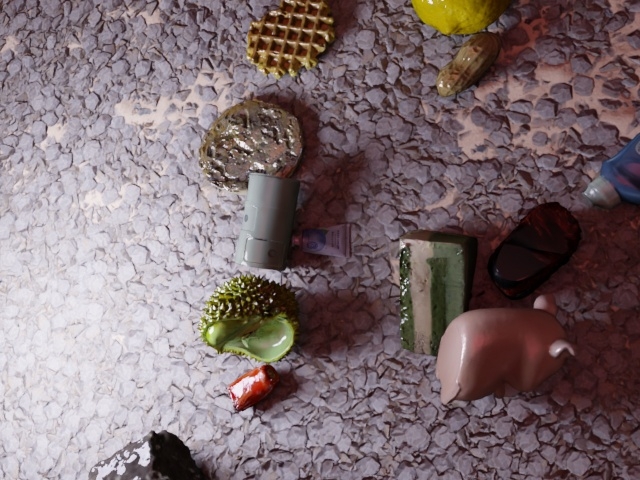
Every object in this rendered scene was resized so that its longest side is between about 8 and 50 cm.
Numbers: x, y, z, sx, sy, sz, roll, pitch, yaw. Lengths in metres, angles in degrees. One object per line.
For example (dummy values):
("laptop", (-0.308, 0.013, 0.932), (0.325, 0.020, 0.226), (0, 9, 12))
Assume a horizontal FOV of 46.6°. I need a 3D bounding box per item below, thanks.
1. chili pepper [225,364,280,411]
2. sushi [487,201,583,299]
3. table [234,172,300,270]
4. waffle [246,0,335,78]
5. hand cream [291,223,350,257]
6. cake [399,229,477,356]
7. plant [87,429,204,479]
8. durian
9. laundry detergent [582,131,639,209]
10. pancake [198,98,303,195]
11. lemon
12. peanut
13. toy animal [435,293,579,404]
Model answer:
("chili pepper", (-0.154, 0.345, 1.750), (0.123, 0.073, 0.070), (-35, 113, 8))
("sushi", (0.463, 0.026, 1.623), (0.225, 0.126, 0.136), (-44, 69, -4))
("table", (-0.126, -0.044, 1.783), (0.126, 0.126, 0.220), (9, 90, 17))
("waffle", (-0.087, -0.545, 1.939), (0.253, 0.056, 0.249), (-21, 73, 11))
("hand cream", (0.000, 0.000, 1.798), (0.142, 0.053, 0.084), (0, 77, 5))
("cake", (0.246, 0.111, 1.639), (0.158, 0.172, 0.283), (6, 81, 19))
("plant", (-0.436, 0.590, 1.696), (0.312, 0.213, 0.215), (-31, 74, 7))
("durian", (-0.159, 0.176, 1.722), (0.237, 0.200, 0.176), (3, 53, 4))
("laundry detergent", (0.711, -0.163, 1.615), (0.290, 0.094, 0.143), (-37, 77, 8))
("pancake", (-0.178, -0.235, 1.897), (0.282, 0.049, 0.282), (-3, 76, 14))
("lemon", (0.338, -0.627, 1.738), (0.253, 0.253, 0.310), (21, 83, 19))
("peanut", (0.352, -0.419, 1.769), (0.083, 0.093, 0.194), (44, 89, 6))
("toy animal", (0.383, 0.242, 1.555), (0.256, 0.195, 0.213), (-2, 121, -4))
